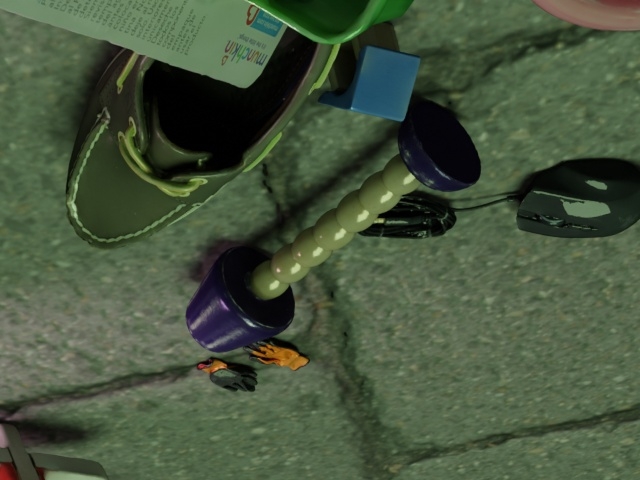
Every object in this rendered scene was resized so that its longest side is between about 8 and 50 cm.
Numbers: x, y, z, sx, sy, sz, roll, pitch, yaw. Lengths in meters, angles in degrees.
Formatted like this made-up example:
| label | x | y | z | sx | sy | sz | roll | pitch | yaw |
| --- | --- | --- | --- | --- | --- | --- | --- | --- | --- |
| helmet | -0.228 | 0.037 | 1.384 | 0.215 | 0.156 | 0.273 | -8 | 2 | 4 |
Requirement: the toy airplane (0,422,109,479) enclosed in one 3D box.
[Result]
| label | x | y | z | sx | sy | sz | roll | pitch | yaw |
| --- | --- | --- | --- | --- | --- | --- | --- | --- | --- |
| toy airplane | -0.340 | 0.345 | 1.480 | 0.386 | 0.272 | 0.384 | -11 | 148 | -1 |

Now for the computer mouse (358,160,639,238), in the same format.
| label | x | y | z | sx | sy | sz | roll | pitch | yaw |
| --- | --- | --- | --- | --- | --- | --- | --- | --- | --- |
| computer mouse | 0.145 | -0.020 | 1.276 | 0.242 | 0.041 | 0.071 | -7 | 150 | -7 |

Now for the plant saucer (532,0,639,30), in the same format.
| label | x | y | z | sx | sy | sz | roll | pitch | yaw |
| --- | --- | --- | --- | --- | --- | --- | --- | --- | --- |
| plant saucer | 0.238 | -0.240 | 0.862 | 0.332 | 0.084 | 0.332 | -19 | 156 | -9 |

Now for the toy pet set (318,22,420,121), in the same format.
| label | x | y | z | sx | sy | sz | roll | pitch | yaw |
| --- | --- | --- | --- | --- | --- | --- | --- | --- | --- |
| toy pet set | -0.004 | -0.107 | 1.058 | 0.114 | 0.065 | 0.122 | 10 | 143 | -32 |

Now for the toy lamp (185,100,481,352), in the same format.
| label | x | y | z | sx | sy | sz | roll | pitch | yaw |
| --- | --- | --- | --- | --- | --- | --- | --- | --- | --- |
| toy lamp | 0.000 | 0.000 | 1.226 | 0.080 | 0.080 | 0.274 | 19 | 136 | -41 |

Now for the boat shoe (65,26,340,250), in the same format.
| label | x | y | z | sx | sy | sz | roll | pitch | yaw |
| --- | --- | --- | --- | --- | --- | --- | --- | --- | --- |
| boat shoe | -0.077 | -0.085 | 1.009 | 0.109 | 0.091 | 0.305 | 39 | 128 | -9 |

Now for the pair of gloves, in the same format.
| label | x | y | z | sx | sy | sz | roll | pitch | yaw |
| --- | --- | --- | --- | --- | --- | --- | --- | --- | --- |
| pair of gloves | -0.059 | 0.111 | 1.448 | 0.083 | 0.010 | 0.074 | -26 | 146 | 24 |

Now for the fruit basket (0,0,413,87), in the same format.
| label | x | y | z | sx | sy | sz | roll | pitch | yaw |
| --- | --- | --- | --- | --- | --- | --- | --- | --- | --- |
| fruit basket | -0.026 | -0.226 | 0.647 | 0.327 | 0.165 | 0.353 | -61 | 154 | 9 |
